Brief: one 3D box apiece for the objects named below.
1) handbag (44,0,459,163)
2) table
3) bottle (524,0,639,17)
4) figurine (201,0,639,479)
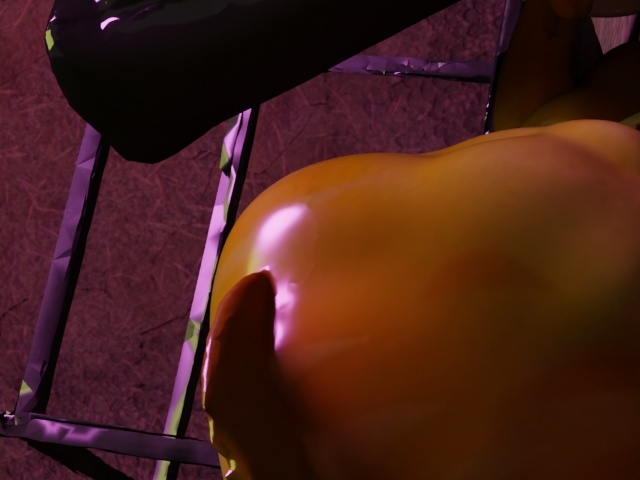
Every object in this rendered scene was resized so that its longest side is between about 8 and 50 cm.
[{"bbox_3d":[0.038,-0.156,0.579,0.088,0.244,0.275,56,-150,-24],"label":"handbag"},{"bbox_3d":[0.000,0.000,1.084,0.222,0.272,0.335,50,-132,-63],"label":"table"},{"bbox_3d":[0.113,-0.174,0.731,0.099,0.099,0.152,-74,-7,-50],"label":"bottle"},{"bbox_3d":[0.047,0.015,0.459,0.156,0.131,0.246,-42,7,31],"label":"figurine"}]
